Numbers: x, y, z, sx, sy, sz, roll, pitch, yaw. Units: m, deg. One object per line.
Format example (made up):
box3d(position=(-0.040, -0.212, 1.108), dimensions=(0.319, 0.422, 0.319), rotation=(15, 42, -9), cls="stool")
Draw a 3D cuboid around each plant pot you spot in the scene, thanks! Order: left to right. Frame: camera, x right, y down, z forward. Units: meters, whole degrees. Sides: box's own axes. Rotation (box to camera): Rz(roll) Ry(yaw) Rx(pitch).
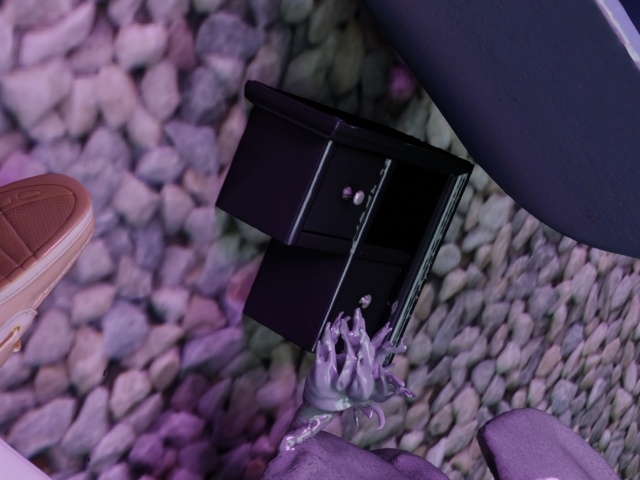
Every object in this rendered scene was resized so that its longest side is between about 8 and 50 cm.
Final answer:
box3d(position=(0.167, -0.146, 0.766), dimensions=(0.248, 0.252, 0.247), rotation=(-47, 112, -23), cls="plant pot")

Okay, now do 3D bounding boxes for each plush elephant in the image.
box3d(position=(0.074, 0.223, 0.822), dimensions=(0.272, 0.255, 0.330), rotation=(-49, 162, -61), cls="plush elephant")

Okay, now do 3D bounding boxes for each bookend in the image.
box3d(position=(0.000, 0.000, 0.829), dimensions=(0.157, 0.072, 0.156), rotation=(13, 102, -54), cls="bookend")

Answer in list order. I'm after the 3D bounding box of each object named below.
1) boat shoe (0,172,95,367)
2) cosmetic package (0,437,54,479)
box3d(position=(-0.171, 0.038, 0.645), dimensions=(0.170, 0.063, 0.059), rotation=(-41, 144, -13), cls="boat shoe")
box3d(position=(-0.119, 0.211, 0.500), dimensions=(0.365, 0.155, 0.197), rotation=(51, 55, -37), cls="cosmetic package")
